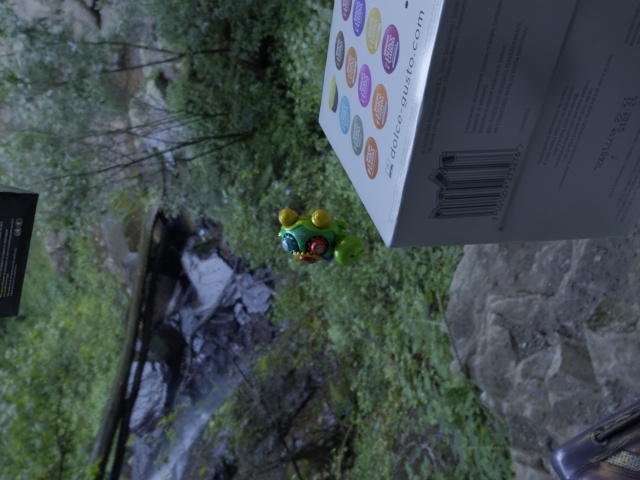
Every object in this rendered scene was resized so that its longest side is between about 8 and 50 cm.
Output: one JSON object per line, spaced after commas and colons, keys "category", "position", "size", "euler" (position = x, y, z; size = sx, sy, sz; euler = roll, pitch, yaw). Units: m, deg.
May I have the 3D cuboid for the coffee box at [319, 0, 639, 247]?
{"category": "coffee box", "position": [0.213, -0.225, 0.786], "size": [0.334, 0.337, 0.338], "euler": [-112, 25, -50]}

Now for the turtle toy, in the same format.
{"category": "turtle toy", "position": [0.000, 0.000, 0.883], "size": [0.130, 0.095, 0.066], "euler": [4, 76, 21]}

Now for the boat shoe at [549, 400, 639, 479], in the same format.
{"category": "boat shoe", "position": [0.297, 0.108, 0.477], "size": [0.092, 0.285, 0.103], "euler": [47, 170, 28]}

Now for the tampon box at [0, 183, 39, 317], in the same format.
{"category": "tampon box", "position": [-0.309, 0.001, 0.439], "size": [0.120, 0.161, 0.102], "euler": [14, 96, 21]}
